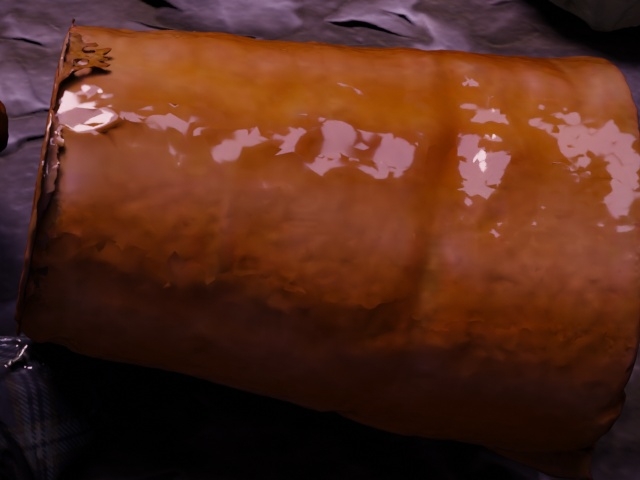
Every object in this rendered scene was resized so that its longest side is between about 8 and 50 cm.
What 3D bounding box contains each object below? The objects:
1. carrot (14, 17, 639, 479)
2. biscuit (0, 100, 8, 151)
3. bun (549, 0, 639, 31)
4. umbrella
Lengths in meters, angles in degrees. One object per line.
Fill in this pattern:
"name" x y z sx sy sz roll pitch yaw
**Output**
"carrot" 0.000 0.000 0.621 0.254 0.196 0.196 6 40 -11
"biscuit" -0.304 -0.057 0.639 0.318 0.040 0.318 -1 1 0
"bun" 0.219 -0.211 0.957 0.212 0.126 0.204 -18 20 -33
"umbrella" -0.088 0.039 0.682 0.071 0.080 0.224 -5 22 45
